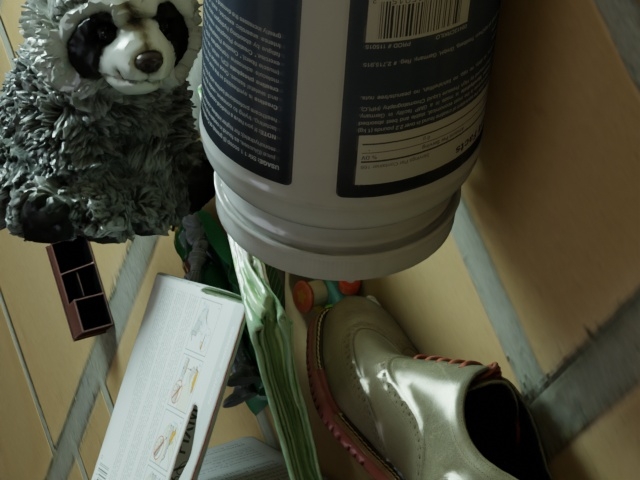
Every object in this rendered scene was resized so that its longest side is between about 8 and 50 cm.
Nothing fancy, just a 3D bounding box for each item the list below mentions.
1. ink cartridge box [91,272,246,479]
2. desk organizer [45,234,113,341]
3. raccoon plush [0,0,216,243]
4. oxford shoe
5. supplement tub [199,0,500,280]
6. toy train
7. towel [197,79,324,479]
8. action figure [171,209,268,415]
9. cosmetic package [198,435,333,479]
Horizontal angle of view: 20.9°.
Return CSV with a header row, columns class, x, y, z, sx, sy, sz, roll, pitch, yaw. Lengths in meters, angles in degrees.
class,x,y,z,sx,sy,sz,roll,pitch,yaw
ink cartridge box,-0.125,0.175,1.530,0.239,0.060,0.275,12,85,65
desk organizer,-0.308,0.058,2.231,0.050,0.047,0.130,-34,72,65
raccoon plush,-0.271,-0.178,1.681,0.446,0.216,0.299,16,115,42
oxford shoe,0.094,0.130,1.260,0.130,0.123,0.348,-57,36,19
supplement tub,0.018,-0.130,1.123,0.191,0.191,0.272,53,149,44
toy train,0.000,0.000,1.444,0.125,0.046,0.166,165,91,-69
towel,-0.041,0.046,1.408,0.325,0.038,0.248,-106,3,-51
action figure,-0.110,0.050,1.733,0.137,0.063,0.232,105,148,-56
cosmetic package,-0.030,0.345,1.577,0.453,0.161,0.230,16,118,65
